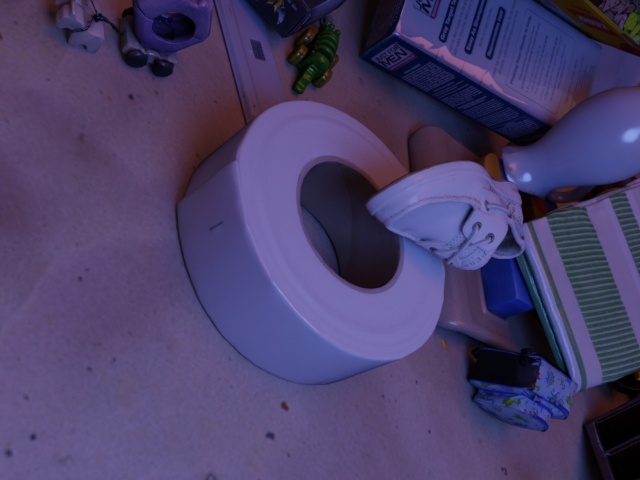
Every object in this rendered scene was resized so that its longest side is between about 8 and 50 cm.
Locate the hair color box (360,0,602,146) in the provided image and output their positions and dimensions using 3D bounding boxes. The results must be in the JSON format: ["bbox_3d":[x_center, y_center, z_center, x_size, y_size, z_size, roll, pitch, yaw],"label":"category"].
[{"bbox_3d":[0.248,-0.285,1.053,0.347,0.105,0.173,24,76,-22],"label":"hair color box"}]

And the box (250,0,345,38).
[{"bbox_3d":[-0.068,-0.386,0.898,0.231,0.056,0.183,48,38,-8],"label":"box"}]

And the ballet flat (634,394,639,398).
[{"bbox_3d":[0.554,0.205,1.199,0.087,0.083,0.247,19,51,-8],"label":"ballet flat"}]

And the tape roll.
[{"bbox_3d":[0.000,0.000,0.721,0.286,0.100,0.286,24,52,-35],"label":"tape roll"}]

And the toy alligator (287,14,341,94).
[{"bbox_3d":[0.005,-0.259,0.917,0.056,0.051,0.189,40,44,-22],"label":"toy alligator"}]

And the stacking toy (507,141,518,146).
[{"bbox_3d":[0.426,-0.244,1.282,0.280,0.130,0.308,-12,76,-48],"label":"stacking toy"}]

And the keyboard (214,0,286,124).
[{"bbox_3d":[-0.084,-0.231,0.842,0.072,0.014,0.255,5,64,-50],"label":"keyboard"}]

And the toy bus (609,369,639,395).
[{"bbox_3d":[0.538,0.125,1.121,0.221,0.149,0.211,1,50,-8],"label":"toy bus"}]

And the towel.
[{"bbox_3d":[0.421,0.049,0.970,0.325,0.038,0.247,-17,85,-27],"label":"towel"}]

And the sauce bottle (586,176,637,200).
[{"bbox_3d":[0.565,-0.055,1.327,0.111,0.111,0.344,34,46,-28],"label":"sauce bottle"}]

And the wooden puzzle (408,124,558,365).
[{"bbox_3d":[0.284,0.015,1.019,0.348,0.081,0.321,23,52,-35],"label":"wooden puzzle"}]

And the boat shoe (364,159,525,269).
[{"bbox_3d":[0.153,-0.017,0.735,0.277,0.098,0.096,1,66,-50],"label":"boat shoe"}]

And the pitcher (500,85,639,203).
[{"bbox_3d":[0.394,-0.124,1.006,0.178,0.207,0.125,23,52,-43],"label":"pitcher"}]

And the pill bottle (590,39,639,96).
[{"bbox_3d":[0.653,-0.462,1.573,0.224,0.224,0.392,56,40,-5],"label":"pill bottle"}]

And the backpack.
[{"bbox_3d":[0.253,0.189,0.869,0.114,0.105,0.084,30,71,-28],"label":"backpack"}]

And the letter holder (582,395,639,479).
[{"bbox_3d":[0.554,0.352,0.962,0.301,0.214,0.152,49,21,-13],"label":"letter holder"}]

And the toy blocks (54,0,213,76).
[{"bbox_3d":[-0.194,-0.375,0.619,0.289,0.260,0.308,11,60,-43],"label":"toy blocks"}]

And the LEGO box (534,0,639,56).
[{"bbox_3d":[0.292,-0.494,1.055,0.373,0.193,0.500,17,19,-39],"label":"LEGO box"}]
